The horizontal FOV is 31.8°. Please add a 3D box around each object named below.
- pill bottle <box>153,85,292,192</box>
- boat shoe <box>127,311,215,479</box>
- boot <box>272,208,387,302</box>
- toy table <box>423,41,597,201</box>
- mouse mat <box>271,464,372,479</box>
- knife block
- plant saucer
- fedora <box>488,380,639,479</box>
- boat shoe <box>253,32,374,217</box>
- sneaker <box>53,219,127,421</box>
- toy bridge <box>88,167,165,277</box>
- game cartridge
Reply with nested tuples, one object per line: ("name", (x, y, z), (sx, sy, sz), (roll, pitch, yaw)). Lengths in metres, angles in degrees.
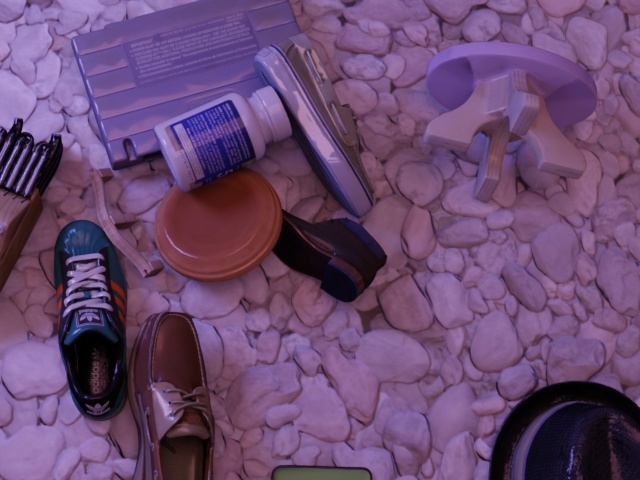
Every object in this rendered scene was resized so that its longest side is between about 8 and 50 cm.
("pill bottle", (-0.143, -0.157, 1.676), (0.187, 0.112, 0.112), (-25, 80, -8))
("boat shoe", (-0.196, 0.261, 1.587), (0.123, 0.120, 0.324), (4, 77, -32))
("boot", (0.000, 0.000, 1.744), (0.219, 0.082, 0.106), (41, 46, 14))
("toy table", (0.296, -0.192, 1.755), (0.274, 0.252, 0.160), (6, 57, 5))
("mouse mat", (0.001, 0.427, 1.647), (0.153, 0.007, 0.189), (4, 75, -8))
("knife block", (-0.471, -0.037, 1.670), (0.088, 0.242, 0.275), (24, 117, -1))
("plant saucer", (-0.158, -0.033, 1.695), (0.200, 0.037, 0.200), (-4, 62, 8))
("fedora", (0.410, 0.365, 1.653), (0.334, 0.152, 0.334), (2, 74, -8))
("boat shoe", (0.011, -0.177, 1.726), (0.094, 0.109, 0.302), (-34, 105, -11))
("sneaker", (-0.327, 0.105, 1.622), (0.108, 0.121, 0.302), (-8, 76, -12))
("toy bridge", (-0.304, -0.028, 1.694), (0.026, 0.063, 0.188), (-35, 80, 27))
("game cartridge", (-0.192, -0.265, 1.780), (0.355, 0.068, 0.230), (-17, 74, -13))
